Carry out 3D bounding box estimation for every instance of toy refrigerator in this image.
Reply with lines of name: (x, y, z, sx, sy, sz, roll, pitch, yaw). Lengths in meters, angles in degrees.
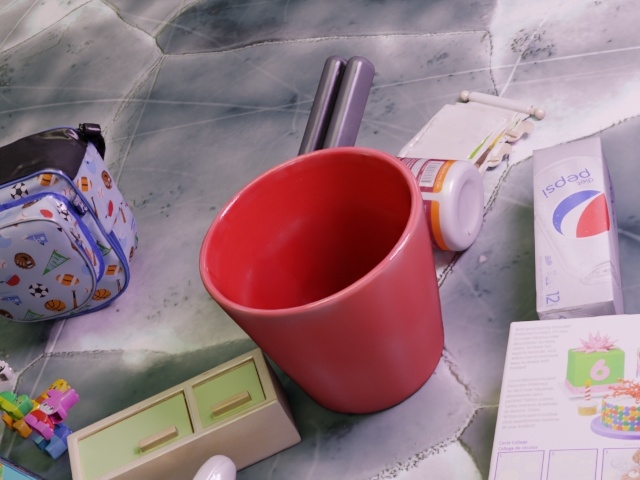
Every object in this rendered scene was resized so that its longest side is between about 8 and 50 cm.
toy refrigerator: (-0.172, 0.242, 1.623, 0.270, 0.094, 0.102, -24, 40, 2)

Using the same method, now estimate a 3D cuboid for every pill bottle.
pill bottle: (0.098, -0.053, 1.765, 0.221, 0.121, 0.121, 5, 50, 29)

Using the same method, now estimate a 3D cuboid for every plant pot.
plant pot: (0.024, 0.063, 1.593, 0.275, 0.243, 0.275, -14, 43, 14)

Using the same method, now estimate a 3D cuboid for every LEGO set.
LEGO set: (-0.376, 0.216, 1.769, 0.093, 0.087, 0.227, -43, 37, -23)

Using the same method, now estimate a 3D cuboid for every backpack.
backpack: (-0.388, -0.006, 1.869, 0.277, 0.263, 0.213, -12, 48, 22)

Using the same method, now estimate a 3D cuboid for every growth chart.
growth chart: (0.195, -0.133, 1.879, 0.237, 0.021, 0.172, -43, 44, -18)

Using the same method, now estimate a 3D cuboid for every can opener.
can opener: (-0.009, -0.117, 1.722, 0.076, 0.095, 0.283, 8, 78, 39)

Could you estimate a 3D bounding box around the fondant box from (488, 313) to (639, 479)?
fondant box: (0.307, 0.231, 1.385, 0.238, 0.096, 0.330, -5, 46, 23)

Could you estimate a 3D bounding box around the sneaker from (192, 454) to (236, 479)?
sneaker: (-0.122, 0.351, 1.511, 0.094, 0.080, 0.212, 9, 58, 19)

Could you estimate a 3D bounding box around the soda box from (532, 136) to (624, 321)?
soda box: (0.316, 0.006, 1.613, 0.091, 0.098, 0.286, -10, 43, 18)

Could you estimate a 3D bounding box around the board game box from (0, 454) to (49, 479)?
board game box: (-0.411, 0.385, 1.554, 0.336, 0.079, 0.253, 17, 76, 38)
